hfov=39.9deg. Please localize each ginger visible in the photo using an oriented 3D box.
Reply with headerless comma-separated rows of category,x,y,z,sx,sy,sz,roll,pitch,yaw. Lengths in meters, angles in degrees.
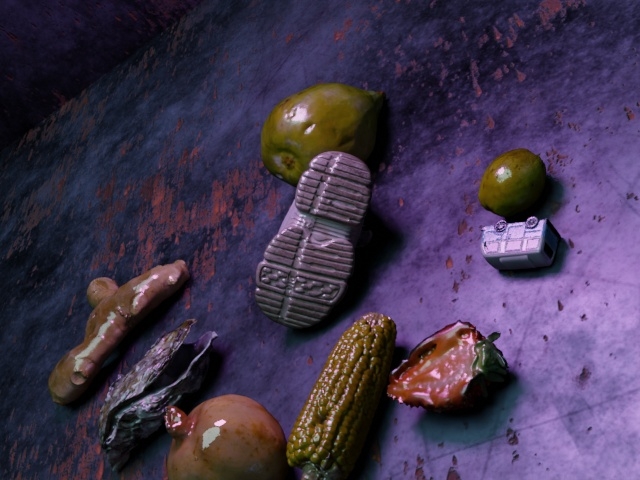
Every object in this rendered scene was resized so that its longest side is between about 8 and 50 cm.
ginger,-0.486,0.194,2.056,0.348,0.122,0.363,-27,28,38

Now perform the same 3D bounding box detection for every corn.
corn,0.041,0.261,1.447,0.119,0.119,0.322,-1,50,45

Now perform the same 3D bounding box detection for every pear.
pear,0.331,-0.101,1.518,0.131,0.107,0.107,-52,35,4

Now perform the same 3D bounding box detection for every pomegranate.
pomegranate,-0.155,0.362,1.482,0.207,0.207,0.207,-27,39,25

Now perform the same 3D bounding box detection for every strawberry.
strawberry,0.205,0.206,1.358,0.192,0.085,0.140,-50,42,4

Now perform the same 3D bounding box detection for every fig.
fig,0.014,-0.256,1.895,0.233,0.233,0.314,8,64,49

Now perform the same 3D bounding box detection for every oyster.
oyster,-0.344,0.309,1.793,0.351,0.158,0.162,-57,-7,-3

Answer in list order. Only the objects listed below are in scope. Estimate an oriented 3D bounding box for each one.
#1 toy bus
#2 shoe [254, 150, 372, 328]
toy bus,0.324,0.010,1.454,0.123,0.060,0.075,-7,54,39
shoe,0.002,0.002,1.723,0.351,0.172,0.198,-64,-2,5
